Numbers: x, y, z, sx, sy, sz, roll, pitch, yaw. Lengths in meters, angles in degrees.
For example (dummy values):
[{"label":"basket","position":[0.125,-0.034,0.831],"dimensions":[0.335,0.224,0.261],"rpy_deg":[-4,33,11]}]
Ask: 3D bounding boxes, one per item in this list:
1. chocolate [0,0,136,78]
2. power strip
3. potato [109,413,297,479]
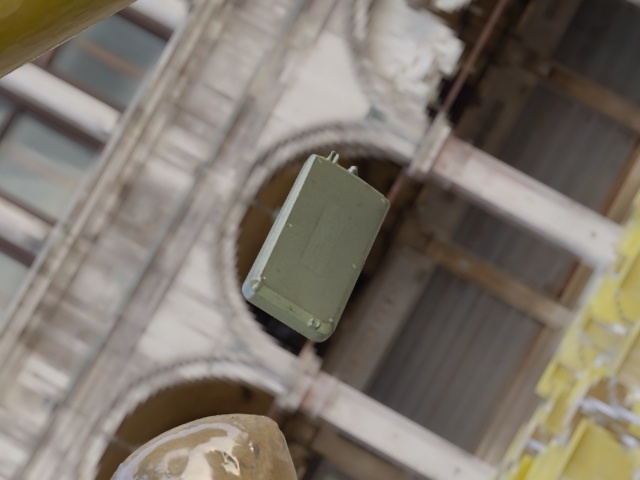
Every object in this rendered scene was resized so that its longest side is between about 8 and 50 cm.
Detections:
[{"label":"chocolate","position":[-0.265,-0.151,1.071],"dimensions":[0.445,0.162,0.162],"rpy_deg":[-30,-1,9]},{"label":"power strip","position":[0.000,0.000,1.328],"dimensions":[0.028,0.076,0.169],"rpy_deg":[-51,10,47]},{"label":"potato","position":[-0.067,0.165,0.961],"dimensions":[0.112,0.112,0.147],"rpy_deg":[-37,-28,-76]}]
